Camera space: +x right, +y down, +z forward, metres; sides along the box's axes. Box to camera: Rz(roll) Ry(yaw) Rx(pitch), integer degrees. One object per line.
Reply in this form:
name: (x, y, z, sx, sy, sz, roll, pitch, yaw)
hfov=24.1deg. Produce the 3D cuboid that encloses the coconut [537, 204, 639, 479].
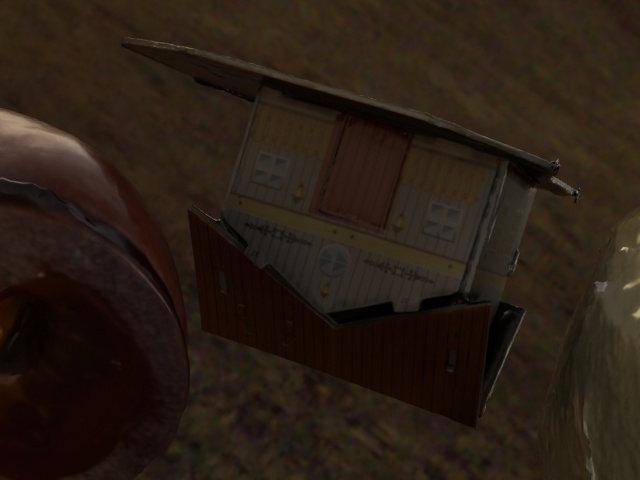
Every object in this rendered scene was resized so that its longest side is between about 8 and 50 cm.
coconut: (0.260, 0.100, 0.655, 0.346, 0.346, 0.360, 20, 59, -40)

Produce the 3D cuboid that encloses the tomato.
tomato: (-0.162, 0.024, 0.656, 0.228, 0.199, 0.112, 10, 36, 1)

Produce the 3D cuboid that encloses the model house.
model house: (0.000, 0.000, 0.734, 0.219, 0.136, 0.207, 16, 1, 15)
